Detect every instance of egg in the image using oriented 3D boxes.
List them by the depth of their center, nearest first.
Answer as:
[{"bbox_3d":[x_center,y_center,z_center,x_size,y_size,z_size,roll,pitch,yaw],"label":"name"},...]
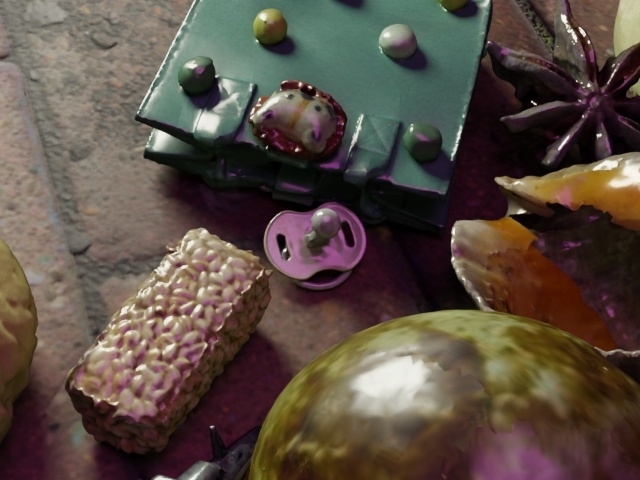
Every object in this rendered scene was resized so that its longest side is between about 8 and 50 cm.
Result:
[{"bbox_3d":[0.074,0.154,0.621,0.238,0.238,0.289,-31,31,-29],"label":"egg"}]

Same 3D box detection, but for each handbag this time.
[{"bbox_3d":[0.009,-0.153,0.953,0.269,0.100,0.274,17,50,4],"label":"handbag"}]

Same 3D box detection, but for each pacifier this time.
[{"bbox_3d":[0.000,0.000,0.852,0.083,0.064,0.068,-11,71,-16],"label":"pacifier"}]

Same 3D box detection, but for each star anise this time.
[{"bbox_3d":[0.233,-0.121,0.950,0.205,0.061,0.180,17,74,-5],"label":"star anise"}]

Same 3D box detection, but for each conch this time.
[{"bbox_3d":[0.260,0.055,0.766,0.352,0.210,0.297,0,22,44],"label":"conch"}]

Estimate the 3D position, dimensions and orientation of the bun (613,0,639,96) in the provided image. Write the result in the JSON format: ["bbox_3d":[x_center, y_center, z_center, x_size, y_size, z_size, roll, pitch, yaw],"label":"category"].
[{"bbox_3d":[0.465,-0.223,1.013,0.364,0.202,0.364,3,49,-4],"label":"bun"}]

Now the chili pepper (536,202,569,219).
[{"bbox_3d":[0.267,-0.010,0.917,0.208,0.043,0.049,4,23,-11],"label":"chili pepper"}]

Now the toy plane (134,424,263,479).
[{"bbox_3d":[-0.101,0.177,0.685,0.160,0.082,0.234,7,45,33],"label":"toy plane"}]

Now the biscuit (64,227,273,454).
[{"bbox_3d":[-0.104,0.070,0.775,0.082,0.070,0.168,22,53,18],"label":"biscuit"}]

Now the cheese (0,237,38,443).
[{"bbox_3d":[-0.303,0.071,0.720,0.226,0.117,0.214,3,57,-11],"label":"cheese"}]
